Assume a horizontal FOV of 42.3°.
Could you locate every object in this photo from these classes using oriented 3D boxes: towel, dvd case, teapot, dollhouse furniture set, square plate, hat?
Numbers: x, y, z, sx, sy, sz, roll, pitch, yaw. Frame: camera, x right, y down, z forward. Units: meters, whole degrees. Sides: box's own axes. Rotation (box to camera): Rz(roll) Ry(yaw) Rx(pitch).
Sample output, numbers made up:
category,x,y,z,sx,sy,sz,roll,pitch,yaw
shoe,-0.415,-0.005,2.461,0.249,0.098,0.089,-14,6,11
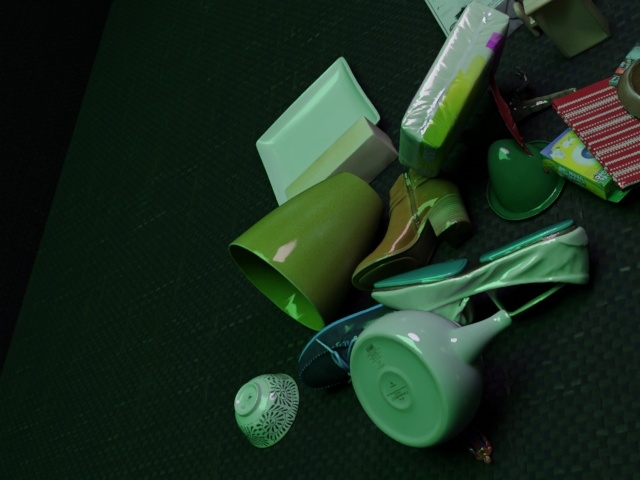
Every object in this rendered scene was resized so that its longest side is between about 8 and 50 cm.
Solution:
category,x,y,z,sx,sy,sz,roll,pitch,yaw
towel,0.550,-0.204,1.442,0.199,0.031,0.275,-23,43,3
dvd case,0.591,-0.316,1.498,0.087,0.013,0.119,21,62,37
teapot,0.186,0.223,1.432,0.256,0.187,0.252,18,121,41
dollhouse furniture set,0.492,-0.519,1.685,0.212,0.161,0.242,-27,45,34
square plate,-0.008,-0.275,2.161,0.347,0.049,0.344,-43,39,17
hat,0.343,-0.167,1.567,0.173,0.183,0.208,-39,39,19

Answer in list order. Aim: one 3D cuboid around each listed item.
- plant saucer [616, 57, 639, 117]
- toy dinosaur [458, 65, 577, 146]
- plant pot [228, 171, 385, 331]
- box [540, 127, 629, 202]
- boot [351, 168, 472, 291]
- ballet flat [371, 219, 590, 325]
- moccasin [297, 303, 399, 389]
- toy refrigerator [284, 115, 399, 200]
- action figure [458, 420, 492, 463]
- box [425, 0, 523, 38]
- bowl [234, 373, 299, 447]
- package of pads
category,x,y,z,sx,sy,sz,roll,pitch,yaw
plant saucer,0.601,-0.274,1.428,0.168,0.029,0.168,-9,54,13
toy dinosaur,0.396,-0.283,1.705,0.268,0.064,0.118,-26,52,31
plant pot,0.000,0.000,1.803,0.293,0.275,0.275,-48,34,-17
box,0.491,-0.141,1.467,0.105,0.043,0.179,-40,44,-9
boot,0.167,-0.037,1.730,0.283,0.109,0.220,-39,41,19
ballet flat,0.282,0.083,1.459,0.400,0.139,0.139,-19,49,23
moccasin,0.087,0.209,1.609,0.342,0.138,0.117,-36,33,26
toy refrigerator,0.047,-0.162,1.969,0.269,0.102,0.094,-43,38,19
action figure,0.262,0.337,1.413,0.038,0.030,0.115,-43,40,9
box,0.351,-0.560,1.937,0.169,0.087,0.290,-40,40,21
bowl,-0.134,0.356,1.800,0.170,0.080,0.170,-29,43,32
package of pads,0.256,-0.287,1.629,0.101,0.229,0.296,29,82,10
